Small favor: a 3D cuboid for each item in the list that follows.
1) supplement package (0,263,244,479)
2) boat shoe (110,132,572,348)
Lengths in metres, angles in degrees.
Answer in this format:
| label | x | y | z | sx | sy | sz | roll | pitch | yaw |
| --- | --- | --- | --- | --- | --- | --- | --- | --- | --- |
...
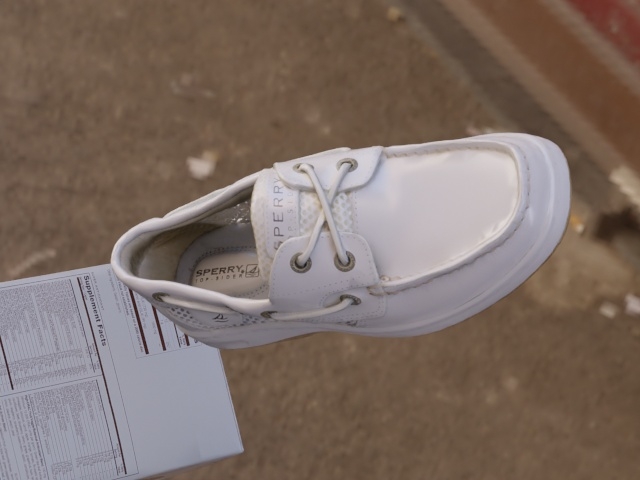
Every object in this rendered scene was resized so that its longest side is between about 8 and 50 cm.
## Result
| label | x | y | z | sx | sy | sz | roll | pitch | yaw |
| --- | --- | --- | --- | --- | --- | --- | --- | --- | --- |
| supplement package | -0.201 | 0.112 | 1.199 | 0.203 | 0.194 | 0.149 | -10 | 82 | -37 |
| boat shoe | 0.000 | 0.000 | 0.921 | 0.096 | 0.277 | 0.098 | 24 | 58 | -45 |
